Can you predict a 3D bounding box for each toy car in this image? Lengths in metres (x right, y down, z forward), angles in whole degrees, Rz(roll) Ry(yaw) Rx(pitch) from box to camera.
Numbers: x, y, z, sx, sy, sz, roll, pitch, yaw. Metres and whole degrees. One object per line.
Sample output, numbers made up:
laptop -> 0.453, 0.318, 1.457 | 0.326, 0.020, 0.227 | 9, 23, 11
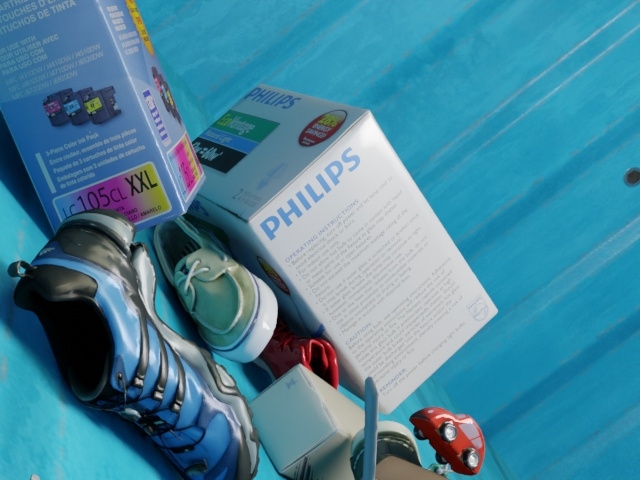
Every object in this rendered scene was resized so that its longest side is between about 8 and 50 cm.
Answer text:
toy car -> 0.202, 0.294, 1.523 | 0.239, 0.053, 0.225 | 36, -26, 15

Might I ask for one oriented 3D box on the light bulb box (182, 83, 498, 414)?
light bulb box -> 0.000, 0.000, 1.827 | 0.361, 0.225, 0.358 | 54, -14, -26

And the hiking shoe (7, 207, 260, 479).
hiking shoe -> -0.170, 0.126, 1.156 | 0.304, 0.113, 0.132 | 57, 35, -12

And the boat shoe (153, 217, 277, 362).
boat shoe -> -0.146, 0.059, 1.649 | 0.094, 0.109, 0.302 | 34, 5, -31

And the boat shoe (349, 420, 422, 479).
boat shoe -> 0.111, 0.363, 1.555 | 0.091, 0.109, 0.305 | -101, 171, -66

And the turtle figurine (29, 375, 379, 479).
turtle figurine -> -0.058, 0.259, 0.713 | 0.198, 0.275, 0.266 | 4, 43, -34

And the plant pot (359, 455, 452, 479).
plant pot -> 0.119, 0.356, 1.369 | 0.229, 0.263, 0.263 | 34, 1, 17

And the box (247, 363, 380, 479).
box -> 0.019, 0.264, 1.654 | 0.113, 0.094, 0.275 | 57, 8, 35

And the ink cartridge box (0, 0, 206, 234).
ink cartridge box -> -0.274, -0.207, 1.439 | 0.270, 0.151, 0.395 | -94, 161, -79

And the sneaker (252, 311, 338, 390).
sneaker -> -0.040, 0.132, 1.732 | 0.221, 0.087, 0.128 | 54, -38, 16

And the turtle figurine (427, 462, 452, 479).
turtle figurine -> 0.196, 0.431, 1.913 | 0.175, 0.118, 0.234 | 39, 19, 12
